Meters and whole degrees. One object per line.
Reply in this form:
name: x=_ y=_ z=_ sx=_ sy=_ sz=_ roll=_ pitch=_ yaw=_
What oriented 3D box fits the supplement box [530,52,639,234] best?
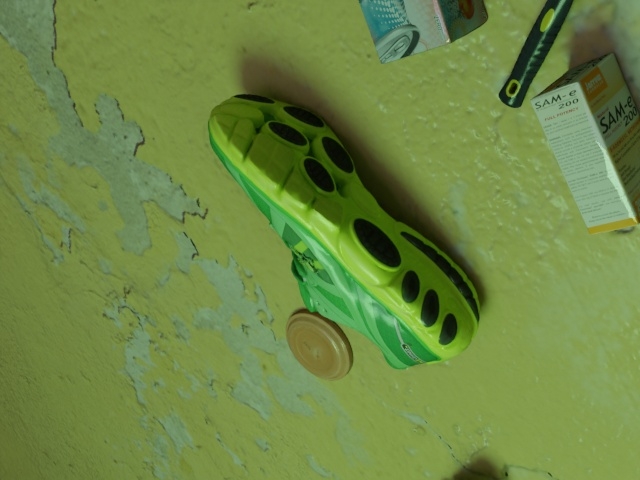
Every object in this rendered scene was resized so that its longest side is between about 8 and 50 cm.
supplement box: x=0.181 y=-0.062 z=0.509 sx=0.036 sy=0.062 sz=0.098 roll=-16 pitch=106 yaw=47

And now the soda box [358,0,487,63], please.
soda box: x=0.047 y=-0.217 z=0.527 sx=0.063 sy=0.058 sz=0.183 roll=-7 pitch=112 yaw=43

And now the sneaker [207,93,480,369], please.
sneaker: x=0.000 y=0.000 z=0.675 sx=0.295 sy=0.109 sz=0.123 roll=48 pitch=134 yaw=5

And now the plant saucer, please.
plant saucer: x=-0.004 y=0.111 z=0.824 sx=0.083 sy=0.013 sz=0.083 roll=22 pitch=129 yaw=30

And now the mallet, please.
mallet: x=0.162 y=-0.155 z=0.488 sx=0.062 sy=0.039 sz=0.190 roll=35 pitch=139 yaw=24
